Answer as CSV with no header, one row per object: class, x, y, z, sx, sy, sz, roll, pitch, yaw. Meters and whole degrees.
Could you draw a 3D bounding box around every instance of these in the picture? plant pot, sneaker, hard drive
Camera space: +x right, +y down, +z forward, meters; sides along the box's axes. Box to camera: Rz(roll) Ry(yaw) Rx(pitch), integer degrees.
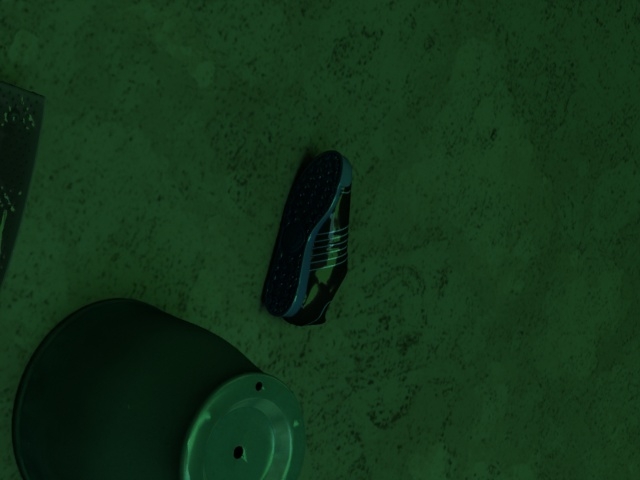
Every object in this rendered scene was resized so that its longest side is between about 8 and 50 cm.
plant pot,-0.163,0.217,1.643,0.271,0.255,0.272,-9,103,-45
sneaker,0.000,0.000,1.902,0.090,0.081,0.232,21,88,-48
hard drive,-0.390,-0.051,1.511,0.172,0.054,0.255,17,85,-45
